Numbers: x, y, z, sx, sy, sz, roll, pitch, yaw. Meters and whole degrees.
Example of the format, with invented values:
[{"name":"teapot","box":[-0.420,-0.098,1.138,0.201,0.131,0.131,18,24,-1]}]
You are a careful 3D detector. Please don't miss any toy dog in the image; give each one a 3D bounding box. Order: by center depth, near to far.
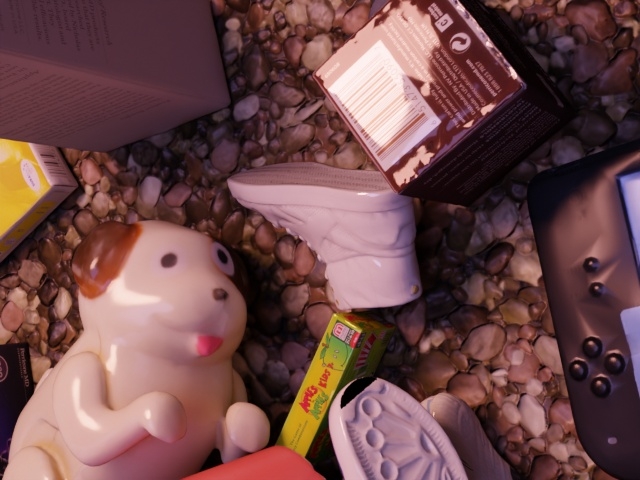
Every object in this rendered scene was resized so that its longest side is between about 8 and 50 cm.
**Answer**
[{"name":"toy dog","box":[-0.215,0.177,1.229,0.395,0.284,0.408,40,112,58]}]

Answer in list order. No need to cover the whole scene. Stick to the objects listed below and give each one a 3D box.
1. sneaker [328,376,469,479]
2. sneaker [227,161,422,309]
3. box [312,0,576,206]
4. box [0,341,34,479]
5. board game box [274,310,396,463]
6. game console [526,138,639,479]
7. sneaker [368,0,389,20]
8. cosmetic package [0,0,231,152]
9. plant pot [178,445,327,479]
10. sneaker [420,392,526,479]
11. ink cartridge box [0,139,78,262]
[{"name":"sneaker","box":[0.073,0.320,1.073,0.323,0.130,0.236,54,142,4]},{"name":"sneaker","box":[0.000,0.000,1.174,0.292,0.108,0.169,14,121,49]},{"name":"box","box":[0.135,-0.154,1.050,0.167,0.203,0.168,-42,71,21]},{"name":"box","box":[-0.495,0.284,1.397,0.103,0.184,0.261,-13,83,26]},{"name":"board game box","box":[0.017,0.173,1.171,0.043,0.092,0.181,29,103,27]},{"name":"game console","box":[0.400,0.047,0.949,0.386,0.060,0.342,-18,81,37]},{"name":"sneaker","box":[0.148,-0.365,1.118,0.319,0.112,0.131,-51,51,15]},{"name":"cosmetic package","box":[-0.333,-0.227,1.165,0.230,0.453,0.162,-16,81,27]},{"name":"plant pot","box":[-0.097,0.353,1.015,0.275,0.243,0.275,39,144,37]},{"name":"sneaker","box":[0.177,0.280,1.097,0.237,0.085,0.086,58,140,13]},{"name":"ink cartridge box","box":[-0.539,-0.110,1.497,0.307,0.072,0.304,-39,72,20]}]
